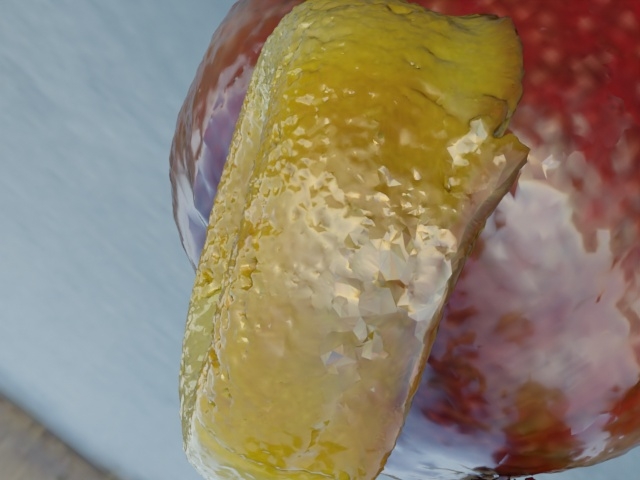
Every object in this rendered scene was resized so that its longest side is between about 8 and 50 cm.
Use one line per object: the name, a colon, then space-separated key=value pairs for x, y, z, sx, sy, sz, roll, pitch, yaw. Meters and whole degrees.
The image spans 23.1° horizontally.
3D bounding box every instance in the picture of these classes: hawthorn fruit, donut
hawthorn fruit: x=0.107 y=-0.057 z=0.765 sx=0.284 sy=0.369 sz=0.285 roll=41 pitch=162 yaw=17
donut: x=-0.001 y=0.000 z=0.540 sx=0.074 sy=0.190 sz=0.174 roll=18 pitch=-164 yaw=-11
